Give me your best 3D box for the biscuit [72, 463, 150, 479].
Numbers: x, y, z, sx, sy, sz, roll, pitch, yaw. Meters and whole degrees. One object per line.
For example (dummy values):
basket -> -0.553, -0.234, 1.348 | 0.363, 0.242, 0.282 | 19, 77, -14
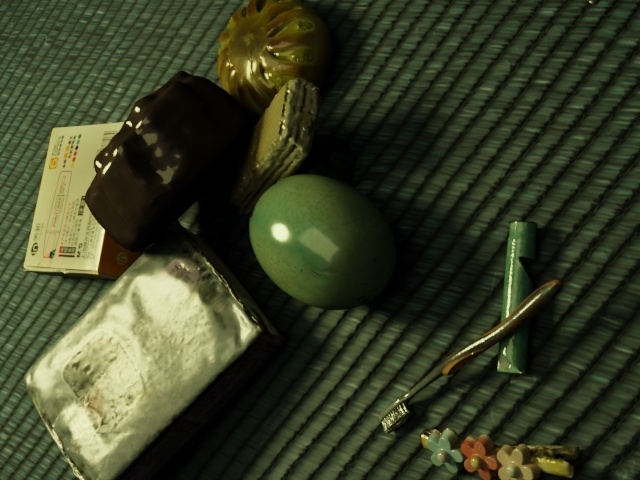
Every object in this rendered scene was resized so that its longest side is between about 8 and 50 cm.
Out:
biscuit -> -0.343, 0.300, 1.513 | 0.147, 0.046, 0.250 | -24, 63, 27

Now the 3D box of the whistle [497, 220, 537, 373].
whistle -> 0.241, 0.069, 1.144 | 0.039, 0.039, 0.186 | -1, 76, 37

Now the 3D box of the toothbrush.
toothbrush -> 0.177, 0.143, 1.147 | 0.321, 0.023, 0.031 | -47, 51, 30

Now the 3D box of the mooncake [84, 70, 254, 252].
mooncake -> -0.235, -0.121, 1.405 | 0.141, 0.283, 0.283 | 41, 105, 1

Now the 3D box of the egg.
egg -> 0.000, 0.000, 1.263 | 0.236, 0.169, 0.169 | 29, 95, 40

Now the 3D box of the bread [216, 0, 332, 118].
bread -> -0.082, -0.289, 1.457 | 0.213, 0.105, 0.213 | -9, 74, 36

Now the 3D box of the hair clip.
hair clip -> 0.202, 0.258, 1.110 | 0.214, 0.056, 0.062 | -3, 108, 36

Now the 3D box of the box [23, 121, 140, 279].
box -> -0.403, -0.066, 1.639 | 0.221, 0.091, 0.273 | 4, 79, 39

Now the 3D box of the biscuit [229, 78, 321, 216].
biscuit -> -0.069, -0.128, 1.346 | 0.239, 0.062, 0.108 | 134, 148, -59

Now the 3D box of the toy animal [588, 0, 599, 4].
toy animal -> 0.475, -0.420, 1.089 | 0.367, 0.081, 0.205 | -18, 62, 24

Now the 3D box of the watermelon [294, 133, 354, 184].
watermelon -> -0.008, -0.113, 1.372 | 0.105, 0.062, 0.105 | -15, 60, 28

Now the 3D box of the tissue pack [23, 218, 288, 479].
tissue pack -> -0.252, 0.181, 1.403 | 0.361, 0.122, 0.259 | -44, 58, 5
